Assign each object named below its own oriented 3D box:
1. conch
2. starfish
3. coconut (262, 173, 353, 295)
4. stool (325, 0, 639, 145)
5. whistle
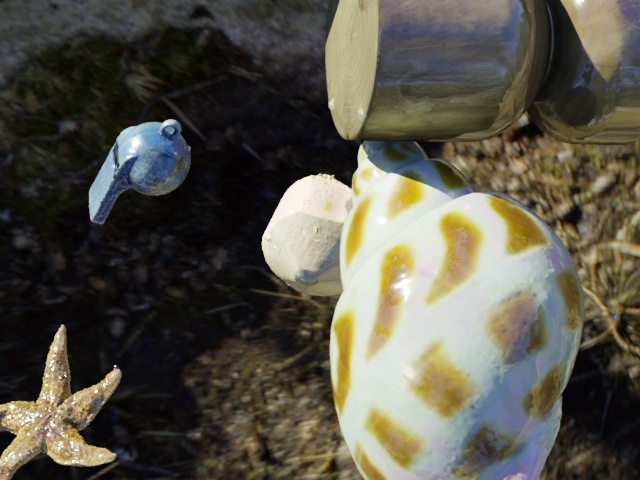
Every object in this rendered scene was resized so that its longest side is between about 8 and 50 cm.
[{"bbox_3d":[0.101,0.070,1.116,0.249,0.197,0.368,-39,34,28],"label":"conch"},{"bbox_3d":[-0.376,0.250,1.811,0.235,0.062,0.277,6,53,20],"label":"starfish"},{"bbox_3d":[0.000,0.000,1.717,0.147,0.153,0.147,10,128,12],"label":"coconut"},{"bbox_3d":[0.149,-0.174,1.143,0.264,0.179,0.179,0,86,-15],"label":"stool"},{"bbox_3d":[-0.196,-0.079,1.471,0.090,0.090,0.158,44,129,11],"label":"whistle"}]
